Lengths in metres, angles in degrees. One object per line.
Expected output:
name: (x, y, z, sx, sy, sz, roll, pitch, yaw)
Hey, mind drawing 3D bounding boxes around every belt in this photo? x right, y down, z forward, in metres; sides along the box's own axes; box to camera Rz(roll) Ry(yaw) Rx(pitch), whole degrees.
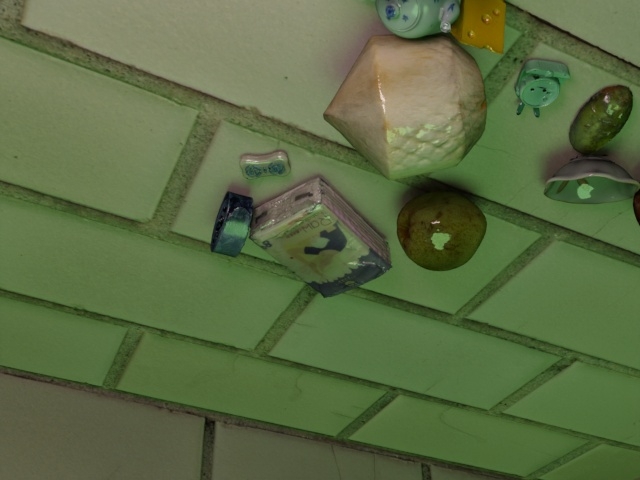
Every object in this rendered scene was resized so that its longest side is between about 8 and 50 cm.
belt: (-0.225, -0.041, 1.919, 0.082, 0.141, 0.190, 13, 137, -17)

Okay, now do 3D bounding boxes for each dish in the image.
dish: (0.655, -0.155, 1.803, 0.230, 0.081, 0.229, 5, 167, 1)

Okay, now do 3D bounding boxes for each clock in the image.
clock: (0.480, -0.333, 1.634, 0.101, 0.041, 0.135, 5, 141, -6)

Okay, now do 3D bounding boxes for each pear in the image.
pear: (0.298, -0.024, 1.899, 0.211, 0.188, 0.228, 11, 142, -17)

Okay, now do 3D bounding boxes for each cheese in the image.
cheese: (0.300, -0.423, 1.422, 0.093, 0.171, 0.126, 14, 140, -16)

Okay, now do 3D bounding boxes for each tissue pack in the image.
tissue pack: (0.000, 0.000, 1.983, 0.242, 0.125, 0.344, -25, 133, 28)

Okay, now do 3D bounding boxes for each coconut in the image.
coconut: (0.165, -0.277, 1.517, 0.329, 0.328, 0.328, 0, 141, 0)

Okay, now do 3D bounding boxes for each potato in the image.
potato: (0.646, -0.266, 1.709, 0.119, 0.054, 0.198, 14, 139, -21)

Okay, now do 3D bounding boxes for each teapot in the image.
teapot: (0.162, -0.447, 1.383, 0.232, 0.159, 0.159, 28, 148, 23)

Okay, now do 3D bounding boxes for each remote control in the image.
remote control: (-0.136, -0.183, 1.829, 0.122, 0.032, 0.074, -6, 141, 8)

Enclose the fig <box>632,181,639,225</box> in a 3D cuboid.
fig: (0.870, -0.084, 1.802, 0.224, 0.224, 0.263, -19, 178, 22)
